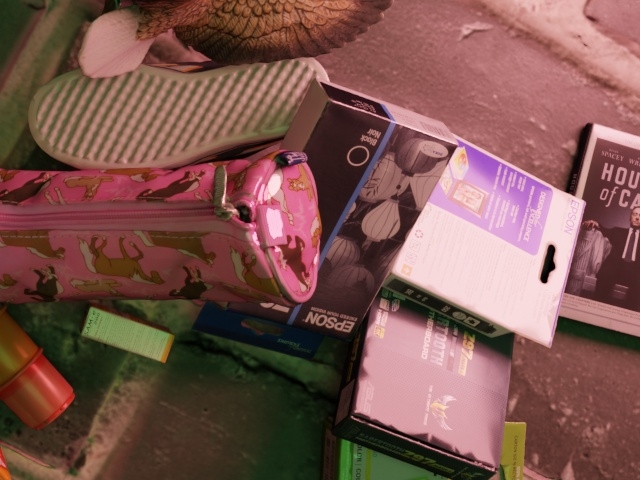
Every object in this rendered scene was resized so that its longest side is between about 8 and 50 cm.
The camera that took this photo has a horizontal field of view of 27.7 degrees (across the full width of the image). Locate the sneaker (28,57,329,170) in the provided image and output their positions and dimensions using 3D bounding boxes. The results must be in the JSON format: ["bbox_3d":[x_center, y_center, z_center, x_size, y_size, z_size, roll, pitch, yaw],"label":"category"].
[{"bbox_3d":[-0.150,-0.136,1.420,0.321,0.127,0.126,-5,91,-3],"label":"sneaker"}]

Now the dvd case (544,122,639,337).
[{"bbox_3d":[0.379,-0.007,1.591,0.179,0.029,0.238,15,90,-14],"label":"dvd case"}]

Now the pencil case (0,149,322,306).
[{"bbox_3d":[-0.193,-0.009,1.301,0.386,0.160,0.167,-1,126,20],"label":"pencil case"}]

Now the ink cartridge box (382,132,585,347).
[{"bbox_3d":[0.191,0.001,1.502,0.208,0.045,0.206,25,62,-10],"label":"ink cartridge box"}]

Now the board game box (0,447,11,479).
[{"bbox_3d":[-0.535,0.116,1.104,0.356,0.356,0.356,-36,115,-8],"label":"board game box"}]

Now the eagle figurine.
[{"bbox_3d":[-0.098,-0.270,1.278,0.298,0.226,0.225,14,127,24],"label":"eagle figurine"}]

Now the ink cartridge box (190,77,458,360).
[{"bbox_3d":[0.000,0.000,1.407,0.165,0.065,0.332,15,116,-26],"label":"ink cartridge box"}]

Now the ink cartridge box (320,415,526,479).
[{"bbox_3d":[0.131,0.306,1.516,0.255,0.097,0.189,2,92,-12],"label":"ink cartridge box"}]

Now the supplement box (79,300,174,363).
[{"bbox_3d":[-0.217,0.101,1.445,0.098,0.062,0.036,20,89,-14],"label":"supplement box"}]

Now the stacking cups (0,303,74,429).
[{"bbox_3d":[-0.386,0.070,1.388,0.096,0.096,0.316,-43,101,-7],"label":"stacking cups"}]

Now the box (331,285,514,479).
[{"bbox_3d":[0.122,0.141,1.467,0.183,0.059,0.232,23,54,-13],"label":"box"}]
